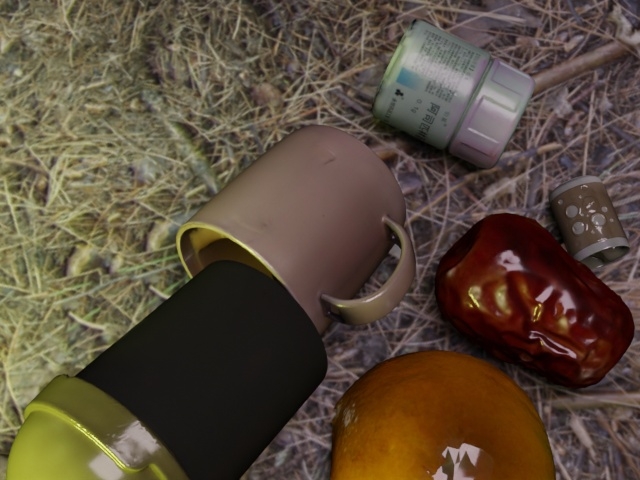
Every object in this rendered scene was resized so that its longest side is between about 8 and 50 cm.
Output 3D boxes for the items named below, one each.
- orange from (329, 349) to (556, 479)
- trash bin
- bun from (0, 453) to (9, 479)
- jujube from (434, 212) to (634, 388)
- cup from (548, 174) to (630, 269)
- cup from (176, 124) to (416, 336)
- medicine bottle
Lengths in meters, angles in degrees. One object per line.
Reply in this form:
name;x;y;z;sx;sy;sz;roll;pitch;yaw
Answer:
orange;0.129;0.267;1.323;0.274;0.274;0.310;15;36;-2
trash bin;-0.159;0.187;1.213;0.214;0.214;0.334;42;55;9
bun;-0.343;0.322;1.215;0.222;0.127;0.222;30;38;-27
jujube;0.242;0.071;1.382;0.230;0.155;0.155;36;68;4
cup;0.312;-0.016;1.482;0.074;0.102;0.099;7;59;-48
cup;0.000;0.000;1.336;0.253;0.191;0.200;22;56;38
medicine bottle;0.160;-0.176;1.480;0.168;0.135;0.135;25;67;2
